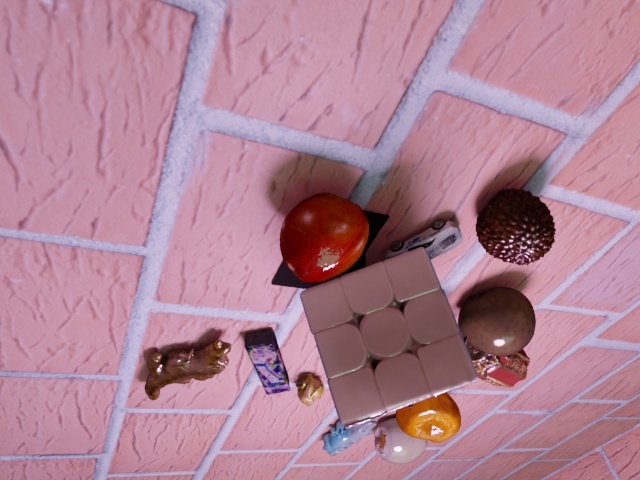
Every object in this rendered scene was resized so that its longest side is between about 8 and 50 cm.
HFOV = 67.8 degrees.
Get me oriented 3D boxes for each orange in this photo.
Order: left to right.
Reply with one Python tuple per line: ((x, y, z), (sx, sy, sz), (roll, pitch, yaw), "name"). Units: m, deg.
((0.403, 0.650, 1.813), (0.248, 0.183, 0.249), (1, 121, 1), "orange")

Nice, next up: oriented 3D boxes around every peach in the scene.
((0.000, 0.000, 1.011), (0.197, 0.197, 0.197), (-7, 137, -7), "peach")

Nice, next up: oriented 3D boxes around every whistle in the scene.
((0.112, 0.805, 1.967), (0.274, 0.093, 0.186), (-37, 132, 19), "whistle")

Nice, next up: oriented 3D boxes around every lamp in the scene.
((0.587, 0.395, 1.608), (0.273, 0.177, 0.177), (27, 124, -38), "lamp")

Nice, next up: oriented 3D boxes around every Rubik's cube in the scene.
((0.152, 0.220, 1.082), (0.291, 0.292, 0.290), (-22, 163, 4), "Rubik's cube")

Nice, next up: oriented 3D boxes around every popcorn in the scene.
((-0.036, 0.507, 1.613), (0.089, 0.109, 0.097), (40, 81, -8), "popcorn")

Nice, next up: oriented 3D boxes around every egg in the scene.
((0.342, 0.833, 1.983), (0.217, 0.183, 0.183), (11, 132, -15), "egg")

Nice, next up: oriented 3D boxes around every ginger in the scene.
((-0.392, 0.362, 1.385), (0.332, 0.080, 0.166), (-18, 123, 14), "ginger")

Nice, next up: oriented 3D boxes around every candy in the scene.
((-0.159, 0.383, 1.473), (0.088, 0.061, 0.313), (-10, 137, 0), "candy")

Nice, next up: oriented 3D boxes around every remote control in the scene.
((0.079, 0.086, 1.228), (0.072, 0.042, 0.222), (-6, 136, -10), "remote control")

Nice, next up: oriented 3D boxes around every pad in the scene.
((0.019, 0.027, 1.188), (0.202, 0.005, 0.300), (9, 132, -23), "pad")

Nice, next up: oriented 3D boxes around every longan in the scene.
((0.523, 0.243, 1.411), (0.220, 0.197, 0.197), (-19, 137, 10), "longan")

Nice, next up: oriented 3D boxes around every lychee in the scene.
((0.464, -0.026, 1.128), (0.187, 0.188, 0.188), (-7, 137, -7), "lychee")

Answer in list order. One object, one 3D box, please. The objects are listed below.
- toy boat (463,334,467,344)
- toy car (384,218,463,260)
((0.358, 0.299, 1.403), (0.140, 0.141, 0.269), (-21, 164, 8), "toy boat")
((0.260, 0.019, 1.206), (0.204, 0.056, 0.095), (-29, 137, 15), "toy car")
